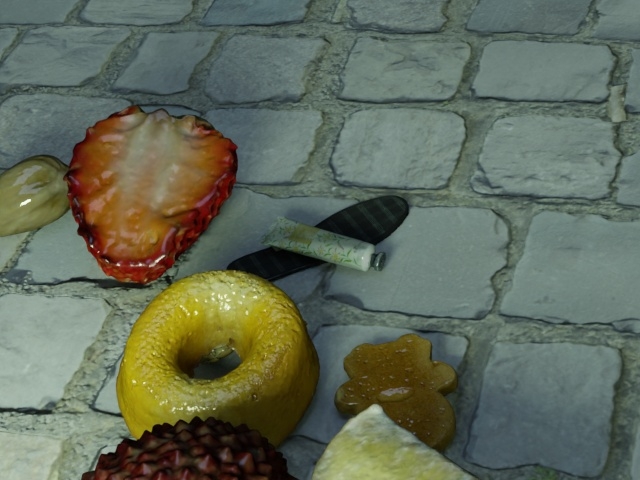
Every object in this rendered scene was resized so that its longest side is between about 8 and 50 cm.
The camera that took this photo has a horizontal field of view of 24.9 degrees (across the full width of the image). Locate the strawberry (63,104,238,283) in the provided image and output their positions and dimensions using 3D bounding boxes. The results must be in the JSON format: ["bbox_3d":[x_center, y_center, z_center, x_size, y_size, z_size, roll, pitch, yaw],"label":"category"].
[{"bbox_3d":[-0.261,-0.054,2.231,0.265,0.149,0.336,4,48,5],"label":"strawberry"}]

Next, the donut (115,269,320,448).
[{"bbox_3d":[-0.137,0.154,1.895,0.277,0.108,0.278,-2,51,2],"label":"donut"}]

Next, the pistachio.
[{"bbox_3d":[-0.473,-0.068,2.312,0.185,0.108,0.126,-28,17,-14],"label":"pistachio"}]

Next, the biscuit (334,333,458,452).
[{"bbox_3d":[0.104,0.212,1.883,0.166,0.036,0.225,-12,40,-4],"label":"biscuit"}]

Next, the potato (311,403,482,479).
[{"bbox_3d":[0.080,0.331,1.533,0.189,0.211,0.264,-35,28,-14],"label":"potato"}]

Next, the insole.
[{"bbox_3d":[0.000,0.000,2.203,0.309,0.012,0.110,-21,40,-17],"label":"insole"}]

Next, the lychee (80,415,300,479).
[{"bbox_3d":[-0.141,0.340,1.545,0.306,0.306,0.330,6,40,18],"label":"lychee"}]

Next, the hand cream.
[{"bbox_3d":[0.005,0.006,2.154,0.194,0.042,0.067,16,53,23],"label":"hand cream"}]

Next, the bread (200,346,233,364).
[{"bbox_3d":[-0.143,0.126,2.032,0.072,0.053,0.106,-7,39,20],"label":"bread"}]
